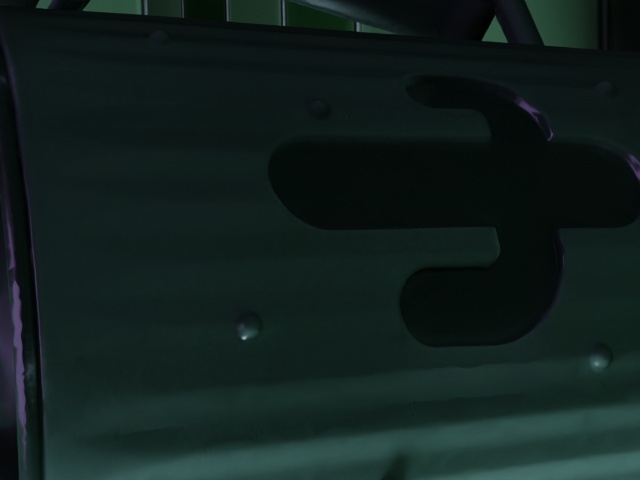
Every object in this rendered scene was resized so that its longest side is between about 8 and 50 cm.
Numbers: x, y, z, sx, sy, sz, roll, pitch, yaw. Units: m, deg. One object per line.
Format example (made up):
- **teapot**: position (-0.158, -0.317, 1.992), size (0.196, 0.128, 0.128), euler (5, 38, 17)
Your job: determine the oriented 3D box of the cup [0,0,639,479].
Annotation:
- **cup**: position (0.008, 0.002, 0.783), size (0.310, 0.392, 0.400), euler (177, 89, -73)
